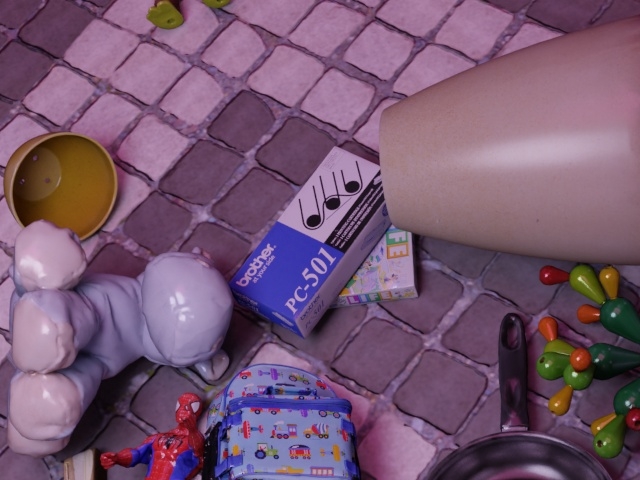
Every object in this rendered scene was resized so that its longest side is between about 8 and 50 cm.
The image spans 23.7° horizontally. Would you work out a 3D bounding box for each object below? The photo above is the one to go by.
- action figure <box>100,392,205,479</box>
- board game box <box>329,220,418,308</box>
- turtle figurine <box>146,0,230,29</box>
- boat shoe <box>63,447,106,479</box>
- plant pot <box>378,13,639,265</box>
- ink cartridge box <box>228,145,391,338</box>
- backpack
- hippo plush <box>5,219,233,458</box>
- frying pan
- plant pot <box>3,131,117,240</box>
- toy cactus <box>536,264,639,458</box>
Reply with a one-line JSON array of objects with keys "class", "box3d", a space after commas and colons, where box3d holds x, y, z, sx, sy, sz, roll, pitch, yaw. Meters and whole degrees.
[{"class": "action figure", "box3d": [-0.180, 0.263, 1.532, 0.091, 0.139, 0.280, 7, 58, 19]}, {"class": "board game box", "box3d": [0.053, -0.002, 1.698, 0.103, 0.026, 0.154, -8, 56, 10]}, {"class": "turtle figurine", "box3d": [-0.208, -0.379, 1.979, 0.269, 0.087, 0.217, -16, 62, -5]}, {"class": "boat shoe", "box3d": [-0.252, 0.282, 1.592, 0.045, 0.050, 0.135, -12, 46, 12]}, {"class": "plant pot", "box3d": [0.206, -0.087, 1.570, 0.274, 0.256, 0.256, -6, 57, 13]}, {"class": "ink cartridge box", "box3d": [0.000, 0.000, 1.666, 0.097, 0.046, 0.207, 25, 68, 29]}, {"class": "backpack", "box3d": [-0.039, 0.195, 1.530, 0.158, 0.117, 0.173, 8, 48, -9]}, {"class": "hippo plush", "box3d": [-0.210, 0.112, 1.615, 0.236, 0.294, 0.234, 2, 77, -13]}, {"class": "frying pan", "box3d": [0.169, 0.227, 1.502, 0.197, 0.053, 0.326, -20, 45, -5]}, {"class": "plant pot", "box3d": [-0.320, -0.070, 1.800, 0.134, 0.134, 0.095, -45, 33, -14]}, {"class": "toy cactus", "box3d": [0.304, 0.109, 1.511, 0.180, 0.112, 0.219, -1, 44, -4]}]
